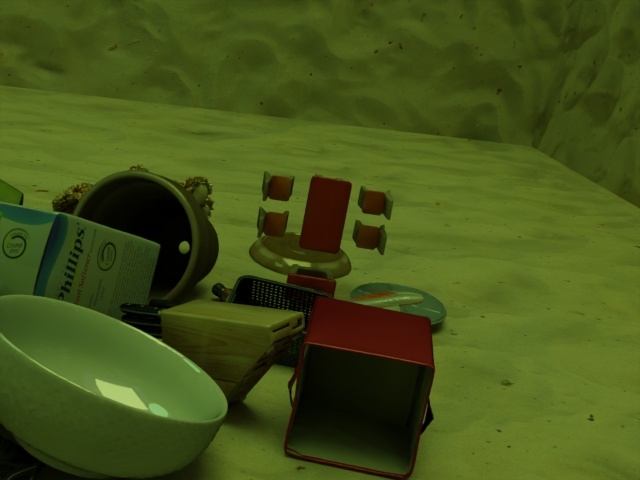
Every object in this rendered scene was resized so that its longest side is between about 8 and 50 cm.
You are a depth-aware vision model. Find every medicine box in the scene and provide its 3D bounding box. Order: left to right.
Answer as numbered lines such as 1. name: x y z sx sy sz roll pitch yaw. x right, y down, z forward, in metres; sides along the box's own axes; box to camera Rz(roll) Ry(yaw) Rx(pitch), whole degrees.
1. medicine box: -0.455 0.031 1.501 0.263 0.149 0.289 10 -6 24

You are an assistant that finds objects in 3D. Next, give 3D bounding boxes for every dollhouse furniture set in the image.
1. dollhouse furniture set: 0.000 0.000 1.857 0.261 0.259 0.135 9 16 -4

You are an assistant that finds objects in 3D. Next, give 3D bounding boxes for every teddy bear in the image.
1. teddy bear: -0.384 -0.076 1.926 0.337 0.113 0.245 -13 -18 7

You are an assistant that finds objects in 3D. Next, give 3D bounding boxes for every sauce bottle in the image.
1. sauce bottle: -0.162 0.117 1.771 0.042 0.042 0.128 -5 24 -37

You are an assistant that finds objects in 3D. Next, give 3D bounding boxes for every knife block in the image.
1. knife block: -0.185 0.131 1.428 0.242 0.276 0.088 49 33 15

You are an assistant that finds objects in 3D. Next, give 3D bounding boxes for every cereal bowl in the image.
1. cereal bowl: -0.301 0.207 1.215 0.338 0.141 0.339 27 6 -3

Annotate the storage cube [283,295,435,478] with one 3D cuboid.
1. storage cube: 0.062 0.214 1.393 0.214 0.184 0.193 10 17 1

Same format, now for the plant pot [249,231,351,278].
1. plant pot: -0.043 0.028 2.108 0.236 0.032 0.236 10 19 -3

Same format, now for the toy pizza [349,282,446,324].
1. toy pizza: 0.157 0.137 1.899 0.201 0.032 0.201 8 18 -3

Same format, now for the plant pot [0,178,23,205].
1. plant pot: -0.692 -0.053 1.657 0.293 0.275 0.275 12 18 -14

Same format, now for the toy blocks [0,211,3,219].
1. toy blocks: -0.591 0.081 1.150 0.260 0.382 0.190 24 -24 -18

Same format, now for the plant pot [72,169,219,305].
1. plant pot: -0.305 0.010 1.751 0.263 0.263 0.229 16 1 16

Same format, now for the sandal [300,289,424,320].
1. sandal: 0.068 0.150 1.768 0.265 0.076 0.102 -11 5 0

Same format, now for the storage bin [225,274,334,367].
1. storage bin: -0.075 0.143 1.633 0.180 0.084 0.122 13 35 6

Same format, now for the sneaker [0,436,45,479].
1. sneaker: -0.434 0.256 1.165 0.178 0.077 0.072 11 20 -2
